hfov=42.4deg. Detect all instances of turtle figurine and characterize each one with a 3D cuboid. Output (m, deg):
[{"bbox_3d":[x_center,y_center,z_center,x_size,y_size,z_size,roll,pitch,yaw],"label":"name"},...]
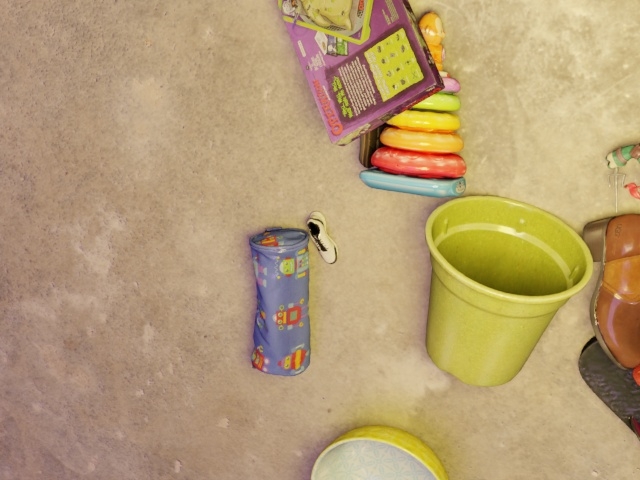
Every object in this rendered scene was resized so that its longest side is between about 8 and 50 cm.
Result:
[{"bbox_3d":[0.549,-0.139,1.284,0.175,0.118,0.234,11,106,6],"label":"turtle figurine"}]

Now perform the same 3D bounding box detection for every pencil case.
[{"bbox_3d":[-0.081,0.121,1.643,0.119,0.133,0.306,-8,115,-19],"label":"pencil case"}]

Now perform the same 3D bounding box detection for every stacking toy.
[{"bbox_3d":[0.176,-0.230,1.392,0.166,0.175,0.301,9,100,20],"label":"stacking toy"}]

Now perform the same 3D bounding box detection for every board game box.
[{"bbox_3d":[0.049,-0.356,1.361,0.208,0.056,0.346,-26,77,25],"label":"board game box"}]

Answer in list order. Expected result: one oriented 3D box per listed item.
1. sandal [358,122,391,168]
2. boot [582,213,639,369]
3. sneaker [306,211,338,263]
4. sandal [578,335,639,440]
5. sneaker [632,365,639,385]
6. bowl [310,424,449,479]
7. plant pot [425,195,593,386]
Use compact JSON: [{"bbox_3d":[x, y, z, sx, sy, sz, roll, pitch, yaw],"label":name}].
[{"bbox_3d":[0.096,-0.234,1.456,0.060,0.090,0.219,32,129,32],"label":"sandal"},{"bbox_3d":[0.572,0.075,1.307,0.280,0.096,0.264,-9,83,48],"label":"boot"},{"bbox_3d":[0.000,0.000,1.602,0.040,0.044,0.109,-18,105,25],"label":"sneaker"},{"bbox_3d":[0.631,0.349,1.453,0.446,0.107,0.167,42,120,2],"label":"sandal"},{"bbox_3d":[0.644,0.231,1.383,0.221,0.087,0.128,-22,107,5],"label":"sneaker"},{"bbox_3d":[0.141,0.482,1.680,0.290,0.156,0.289,8,113,19],"label":"bowl"},{"bbox_3d":[0.291,0.104,1.422,0.276,0.276,0.254,20,128,13],"label":"plant pot"}]
